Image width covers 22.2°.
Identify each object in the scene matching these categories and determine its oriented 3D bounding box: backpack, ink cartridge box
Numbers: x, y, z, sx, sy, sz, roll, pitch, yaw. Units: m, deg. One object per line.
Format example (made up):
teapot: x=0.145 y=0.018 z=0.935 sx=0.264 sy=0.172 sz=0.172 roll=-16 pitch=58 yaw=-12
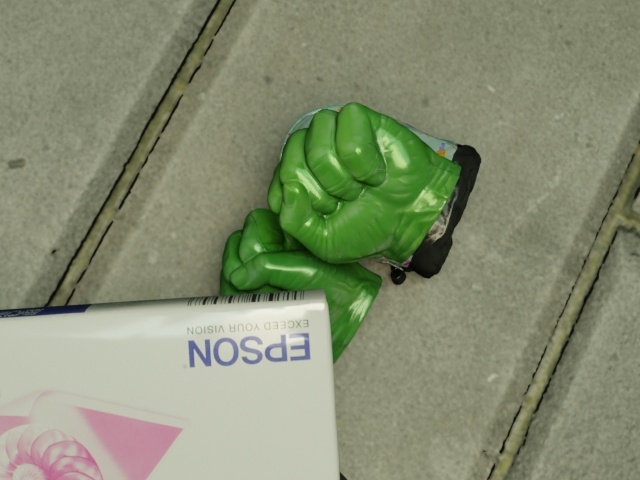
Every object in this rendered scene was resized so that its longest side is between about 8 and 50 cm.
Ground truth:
backpack: x=0.049 y=-0.059 z=1.534 sx=0.182 sy=0.115 sz=0.152 roll=22 pitch=76 yaw=-3
ink cartridge box: x=-0.144 y=0.212 z=1.293 sx=0.324 sy=0.071 sz=0.330 roll=-4 pitch=94 yaw=0

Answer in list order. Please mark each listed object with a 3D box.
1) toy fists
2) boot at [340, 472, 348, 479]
toy fists: x=0.000 y=0.000 z=1.442 sx=0.142 sy=0.279 sz=0.096 roll=30 pitch=38 yaw=-4
boot: x=-0.093 y=0.195 z=1.408 sx=0.244 sy=0.176 sz=0.088 roll=20 pitch=73 yaw=-6
